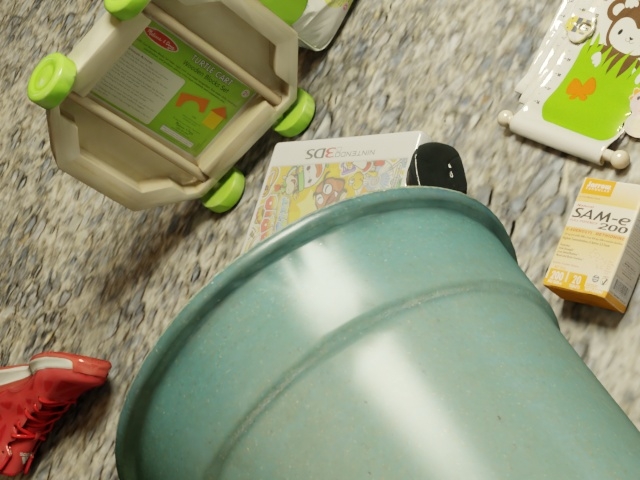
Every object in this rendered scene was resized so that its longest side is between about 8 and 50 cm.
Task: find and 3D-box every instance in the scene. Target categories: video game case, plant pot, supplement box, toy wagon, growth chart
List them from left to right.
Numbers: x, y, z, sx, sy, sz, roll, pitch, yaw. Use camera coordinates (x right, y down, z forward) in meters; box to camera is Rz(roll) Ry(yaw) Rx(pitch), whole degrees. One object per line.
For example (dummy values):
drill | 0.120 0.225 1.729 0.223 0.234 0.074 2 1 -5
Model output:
toy wagon | -0.123 -0.180 1.228 0.344 0.267 0.068 -46 43 12
video game case | 0.000 0.000 1.181 0.206 0.026 0.226 0 66 44
plant pot | 0.088 0.199 0.774 0.341 0.341 0.334 -48 51 11
supplement box | 0.228 0.003 0.950 0.062 0.036 0.098 12 75 46
growth chart | 0.256 -0.179 1.048 0.172 0.021 0.237 17 79 47

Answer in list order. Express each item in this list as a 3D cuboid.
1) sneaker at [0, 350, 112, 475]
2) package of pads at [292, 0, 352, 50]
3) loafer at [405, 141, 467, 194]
sneaker | -0.310 0.201 1.333 0.221 0.087 0.128 -20 61 50
package of pads | -0.018 -0.372 1.370 0.229 0.101 0.296 24 85 50
loafer | 0.108 -0.002 1.066 0.061 0.062 0.170 117 155 -64
